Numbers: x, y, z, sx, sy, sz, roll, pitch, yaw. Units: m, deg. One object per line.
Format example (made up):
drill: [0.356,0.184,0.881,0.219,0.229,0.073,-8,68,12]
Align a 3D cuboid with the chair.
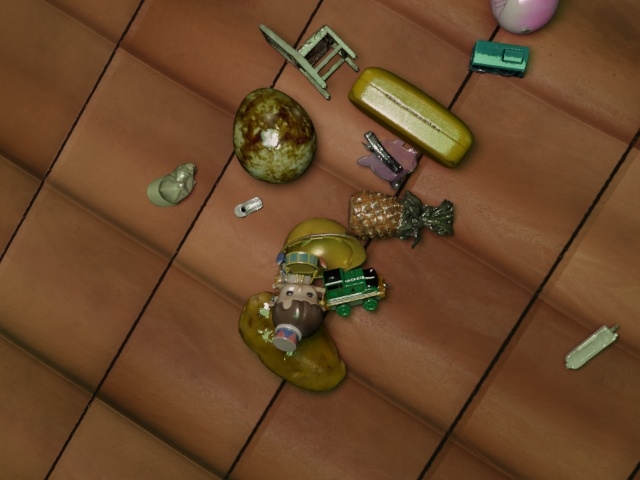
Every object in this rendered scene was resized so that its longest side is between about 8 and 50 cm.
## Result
chair: [-0.027,-0.563,1.656,0.147,0.136,0.270,-44,85,4]

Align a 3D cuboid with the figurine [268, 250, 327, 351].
figurine: [-0.062,0.167,1.546,0.161,0.158,0.276,2,67,-5]

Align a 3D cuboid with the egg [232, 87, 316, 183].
egg: [-0.135,-0.304,1.623,0.238,0.238,0.290,-17,79,7]

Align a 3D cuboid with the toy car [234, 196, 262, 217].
toy car: [-0.223,-0.101,1.741,0.093,0.025,0.041,-26,87,6]

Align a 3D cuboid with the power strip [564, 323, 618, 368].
power strip: [0.779,0.303,1.628,0.191,0.030,0.047,-41,85,6]

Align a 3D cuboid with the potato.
potato: [-0.082,0.301,1.676,0.369,0.195,0.176,45,140,-3]

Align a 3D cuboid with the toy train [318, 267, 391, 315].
toy train: [0.090,0.138,1.649,0.227,0.091,0.136,-15,126,7]

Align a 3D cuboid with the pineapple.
pineapple: [0.235,-0.061,1.641,0.309,0.141,0.170,3,84,0]

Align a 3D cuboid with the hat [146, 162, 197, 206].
hat: [-0.464,-0.172,1.748,0.166,0.081,0.122,-10,87,17]

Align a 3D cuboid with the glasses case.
glasses case: [0.262,-0.356,1.605,0.371,0.173,0.141,35,95,2]

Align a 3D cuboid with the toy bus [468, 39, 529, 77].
toy bus: [0.513,-0.518,1.615,0.160,0.092,0.079,11,93,6]

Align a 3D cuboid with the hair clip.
hair clip: [0.197,-0.245,1.660,0.187,0.056,0.146,44,72,12]

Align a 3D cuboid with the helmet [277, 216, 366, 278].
helmet: [0.000,0.000,1.652,0.256,0.205,0.140,-15,50,15]

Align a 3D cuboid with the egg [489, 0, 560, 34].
egg: [0.559,-0.707,1.554,0.196,0.196,0.271,-9,96,7]
